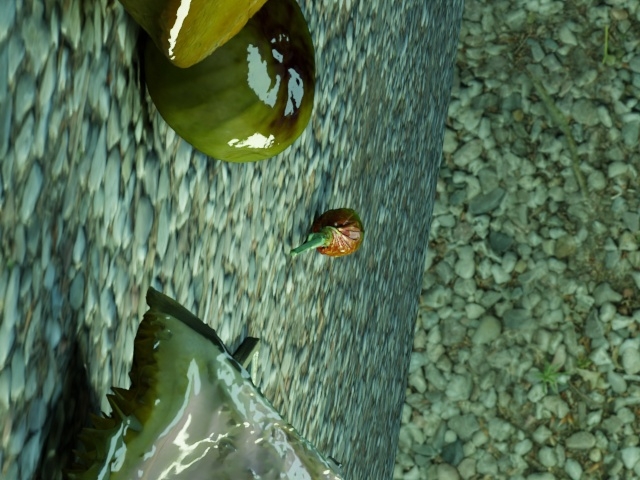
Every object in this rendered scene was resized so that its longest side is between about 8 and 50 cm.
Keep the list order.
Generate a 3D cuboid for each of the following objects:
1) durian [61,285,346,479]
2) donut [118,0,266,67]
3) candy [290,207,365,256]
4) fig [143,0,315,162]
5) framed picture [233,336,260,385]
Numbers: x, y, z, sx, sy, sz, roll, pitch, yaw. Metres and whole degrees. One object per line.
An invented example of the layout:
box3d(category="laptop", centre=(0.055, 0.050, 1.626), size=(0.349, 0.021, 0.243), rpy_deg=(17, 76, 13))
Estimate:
box3d(category="durian", centre=(-0.102, 0.206, 1.296), size=(0.305, 0.186, 0.195), rpy_deg=(63, 39, -39))
box3d(category="donut", centre=(-0.034, -0.251, 1.149), size=(0.303, 0.110, 0.303), rpy_deg=(-51, 176, -5))
box3d(category="candy", centre=(0.000, 0.000, 2.062), size=(0.201, 0.060, 0.060), rpy_deg=(-23, 121, -71))
box3d(category="fig", centre=(-0.062, -0.122, 1.332), size=(0.136, 0.121, 0.153), rpy_deg=(-65, 158, -45))
box3d(category="framed picture", centre=(-0.086, 0.208, 1.793), size=(0.150, 0.015, 0.203), rpy_deg=(-54, 151, -71))
